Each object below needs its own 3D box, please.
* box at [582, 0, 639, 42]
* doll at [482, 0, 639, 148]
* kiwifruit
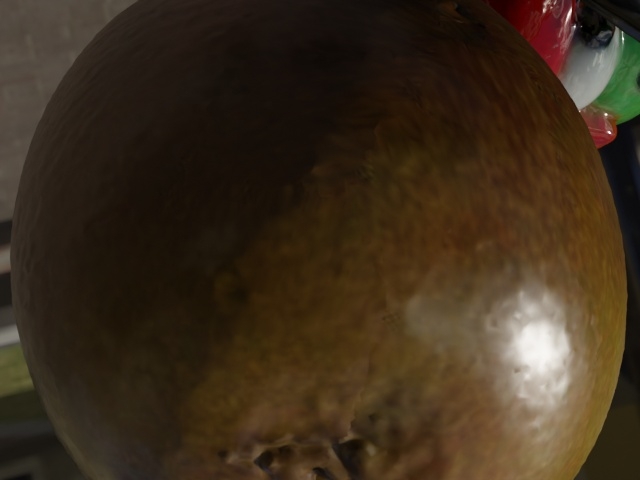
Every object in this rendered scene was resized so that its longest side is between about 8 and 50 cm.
[{"bbox_3d":[0.115,-0.110,0.584,0.201,0.212,0.042,29,114,-25],"label":"box"},{"bbox_3d":[0.115,-0.138,0.865,0.363,0.182,0.160,-1,-172,-28],"label":"doll"},{"bbox_3d":[0.000,0.000,0.527,0.196,0.196,0.234,-16,-156,9],"label":"kiwifruit"}]
